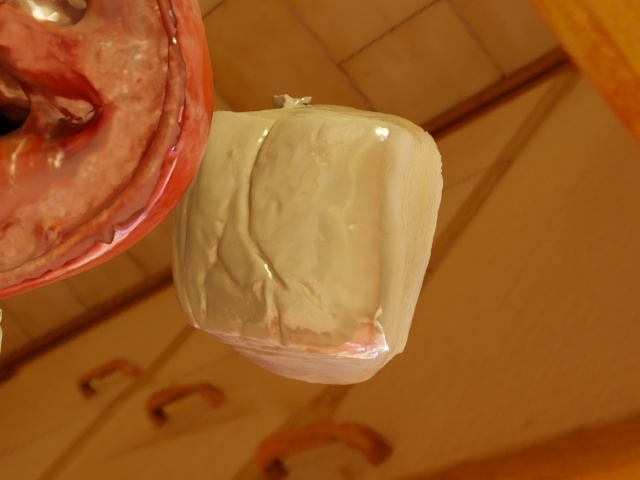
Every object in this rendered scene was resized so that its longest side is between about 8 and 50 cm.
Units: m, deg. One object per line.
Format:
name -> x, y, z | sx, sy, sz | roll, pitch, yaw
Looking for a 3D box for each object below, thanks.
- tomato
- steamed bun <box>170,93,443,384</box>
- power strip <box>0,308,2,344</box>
tomato -> -0.141, -0.083, 0.571 | 0.228, 0.101, 0.228 | 2, 98, 16
steamed bun -> -0.023, 0.000, 1.234 | 0.236, 0.383, 0.247 | 9, 89, 8
power strip -> -0.341, 0.107, 1.081 | 0.093, 0.288, 0.053 | 25, 120, 14
